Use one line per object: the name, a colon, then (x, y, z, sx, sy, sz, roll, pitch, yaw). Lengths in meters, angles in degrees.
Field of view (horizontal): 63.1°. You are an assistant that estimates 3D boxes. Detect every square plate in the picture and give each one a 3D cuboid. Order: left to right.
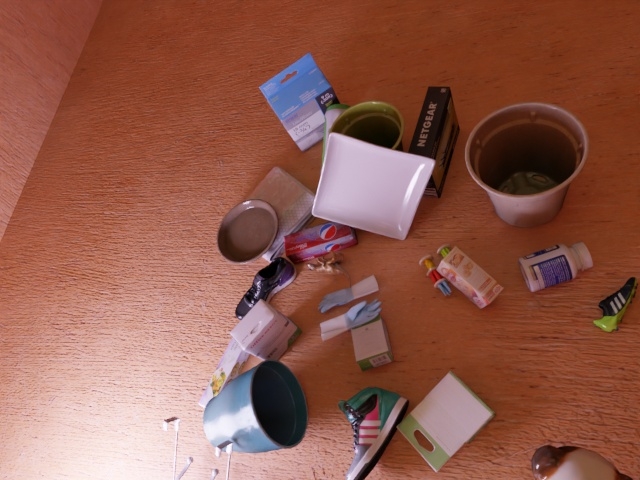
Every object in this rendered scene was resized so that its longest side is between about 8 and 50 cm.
square plate: (0.168, -0.181, 1.755, 0.347, 0.344, 0.049, 16, 41, 2)

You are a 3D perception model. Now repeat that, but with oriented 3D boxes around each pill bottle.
pill bottle: (0.705, 0.074, 1.565, 0.186, 0.112, 0.112, -21, 58, 13)

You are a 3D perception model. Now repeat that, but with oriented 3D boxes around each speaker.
speaker: (0.069, -0.371, 2.027, 0.131, 0.131, 0.297, 0, 79, 23)

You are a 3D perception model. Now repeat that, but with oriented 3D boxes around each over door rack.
over door rack: (-0.359, 0.715, 1.628, 0.239, 0.108, 0.324, 11, 110, 28)

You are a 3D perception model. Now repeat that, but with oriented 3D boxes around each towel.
towel: (-0.189, -0.110, 2.083, 0.317, 0.053, 0.332, 37, 82, 33)

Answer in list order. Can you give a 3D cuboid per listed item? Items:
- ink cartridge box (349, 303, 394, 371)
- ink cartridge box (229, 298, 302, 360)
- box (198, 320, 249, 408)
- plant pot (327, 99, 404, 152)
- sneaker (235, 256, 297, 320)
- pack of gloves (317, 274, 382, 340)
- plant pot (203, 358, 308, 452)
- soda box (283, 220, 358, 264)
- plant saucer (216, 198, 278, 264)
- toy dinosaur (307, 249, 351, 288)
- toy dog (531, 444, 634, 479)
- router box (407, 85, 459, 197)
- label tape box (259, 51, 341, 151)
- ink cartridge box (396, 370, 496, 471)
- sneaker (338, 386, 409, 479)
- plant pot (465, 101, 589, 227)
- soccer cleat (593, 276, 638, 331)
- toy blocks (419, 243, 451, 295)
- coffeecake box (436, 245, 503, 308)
ink cartridge box: (0.162, 0.310, 1.693, 0.109, 0.062, 0.209, -22, 38, 12)
ink cartridge box: (-0.180, 0.311, 1.760, 0.160, 0.219, 0.092, -48, 57, -5)
box: (-0.319, 0.446, 1.844, 0.063, 0.067, 0.324, 18, 72, 29)
plant pot: (0.196, -0.320, 1.903, 0.276, 0.254, 0.276, -9, 61, 18)
sneaker: (-0.225, 0.168, 1.911, 0.283, 0.124, 0.107, -46, 56, -4)
pack of gloves: (0.091, 0.214, 1.761, 0.232, 0.046, 0.195, -25, 37, 10)
plant pot: (-0.222, 0.547, 1.645, 0.255, 0.271, 0.272, -28, 56, 25)
soda box: (0.000, 0.000, 1.924, 0.263, 0.083, 0.092, -18, 58, 15)
plant saucer: (-0.279, -0.031, 2.028, 0.277, 0.041, 0.278, -11, 62, 22)
toy dinosaur: (0.053, 0.098, 1.876, 0.211, 0.064, 0.112, 12, 88, 38)
toy dog: (0.543, 0.670, 1.174, 0.284, 0.395, 0.408, 14, 79, 38)
router box: (0.401, -0.342, 1.832, 0.081, 0.243, 0.309, 9, 69, 27)
label tape box: (-0.058, -0.537, 2.074, 0.240, 0.334, 0.106, -34, 56, 4)
ink cartridge box: (0.364, 0.524, 1.515, 0.235, 0.056, 0.171, -46, 56, -1)
sneaker: (0.117, 0.561, 1.559, 0.178, 0.124, 0.295, 27, 70, 27)
plant pot: (0.638, -0.201, 1.619, 0.333, 0.305, 0.334, -10, 61, 18)
soccer cleat: (0.843, 0.175, 1.486, 0.072, 0.060, 0.179, 27, 80, 33)
toy blocks: (0.413, 0.100, 1.712, 0.123, 0.054, 0.148, -32, 57, 6)
coffeecake box: (0.455, 0.117, 1.600, 0.185, 0.142, 0.068, 43, 83, 15)
